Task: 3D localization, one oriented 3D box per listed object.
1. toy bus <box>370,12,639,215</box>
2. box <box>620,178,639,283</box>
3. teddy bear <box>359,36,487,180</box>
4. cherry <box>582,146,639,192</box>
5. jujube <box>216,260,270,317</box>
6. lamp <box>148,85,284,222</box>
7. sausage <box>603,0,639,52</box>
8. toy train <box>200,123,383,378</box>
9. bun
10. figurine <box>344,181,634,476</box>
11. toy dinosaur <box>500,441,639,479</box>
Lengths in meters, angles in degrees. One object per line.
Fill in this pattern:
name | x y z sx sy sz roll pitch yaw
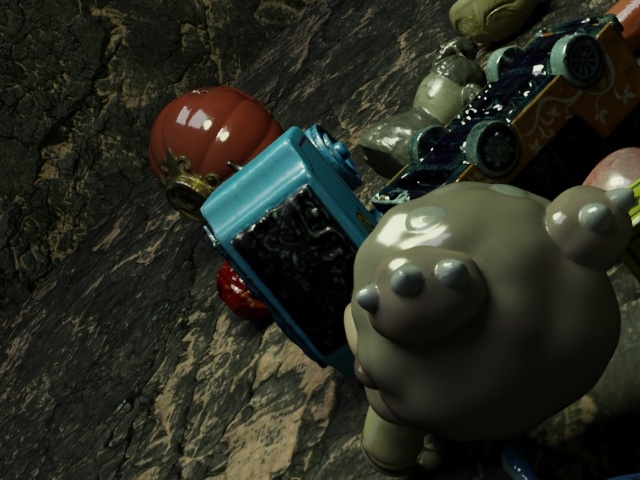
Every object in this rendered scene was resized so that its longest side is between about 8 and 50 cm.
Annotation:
toy bus | 0.237 -0.095 1.089 0.323 0.194 0.162 -45 21 -15
box | 0.365 -0.028 0.798 0.220 0.141 0.064 -36 22 15
teddy bear | 0.193 -0.173 1.421 0.251 0.144 0.171 -43 41 3
cherry | 0.320 -0.042 0.983 0.126 0.087 0.106 -38 17 6
jujube | -0.116 0.066 1.540 0.112 0.109 0.176 -12 12 -15
lamp | -0.197 -0.163 1.860 0.303 0.303 0.257 -16 37 50
sausage | 0.456 -0.321 1.300 0.194 0.077 0.077 -38 21 14
toy train | 0.000 0.000 1.185 0.188 0.300 0.265 -38 11 15
bun | 0.323 -0.422 1.681 0.173 0.113 0.166 -29 17 35
figurine | 0.118 0.095 0.819 0.248 0.203 0.380 -15 -27 -20
toy dinosaur | 0.170 0.250 0.701 0.144 0.076 0.329 28 68 36
